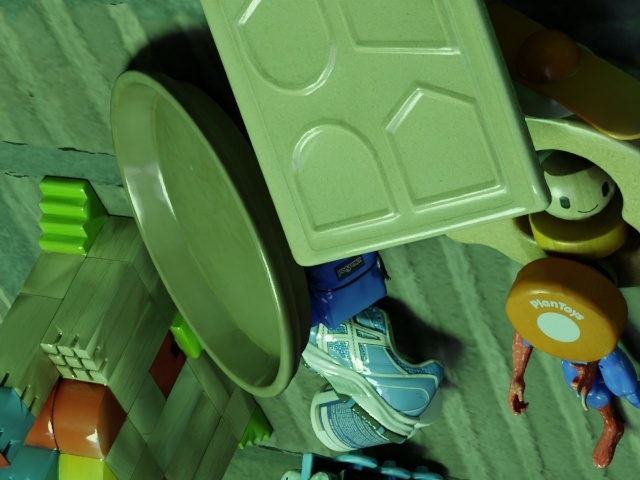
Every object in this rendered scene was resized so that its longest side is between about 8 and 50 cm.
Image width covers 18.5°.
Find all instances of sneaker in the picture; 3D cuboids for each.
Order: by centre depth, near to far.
[{"bbox_3d":[0.015,0.079,1.692,0.211,0.081,0.080,42,-178,1],"label":"sneaker"}]

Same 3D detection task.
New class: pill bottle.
[{"bbox_3d":[0.052,0.151,1.768,0.067,0.067,0.120,41,145,-25],"label":"pill bottle"}]

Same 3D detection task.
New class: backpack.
[{"bbox_3d":[0.000,0.000,1.543,0.101,0.098,0.120,31,150,46],"label":"backpack"}]

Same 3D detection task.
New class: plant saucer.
[{"bbox_3d":[-0.083,-0.010,1.525,0.278,0.041,0.278,51,157,32],"label":"plant saucer"}]

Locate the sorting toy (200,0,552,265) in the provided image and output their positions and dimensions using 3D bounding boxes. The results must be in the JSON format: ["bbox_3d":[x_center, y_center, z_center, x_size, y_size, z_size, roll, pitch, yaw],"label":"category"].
[{"bbox_3d":[0.017,-0.146,1.269,0.229,0.041,0.307,-13,100,42],"label":"sorting toy"}]

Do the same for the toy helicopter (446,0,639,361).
[{"bbox_3d":[0.100,-0.082,1.333,0.355,0.140,0.235,26,148,5],"label":"toy helicopter"}]

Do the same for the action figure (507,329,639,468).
[{"bbox_3d":[0.208,0.120,1.559,0.091,0.139,0.280,2,139,30],"label":"action figure"}]

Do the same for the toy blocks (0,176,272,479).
[{"bbox_3d":[-0.193,0.167,1.776,0.190,0.261,0.381,7,144,27],"label":"toy blocks"}]

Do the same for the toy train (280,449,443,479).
[{"bbox_3d":[0.040,0.248,1.867,0.105,0.080,0.184,-10,159,42],"label":"toy train"}]
